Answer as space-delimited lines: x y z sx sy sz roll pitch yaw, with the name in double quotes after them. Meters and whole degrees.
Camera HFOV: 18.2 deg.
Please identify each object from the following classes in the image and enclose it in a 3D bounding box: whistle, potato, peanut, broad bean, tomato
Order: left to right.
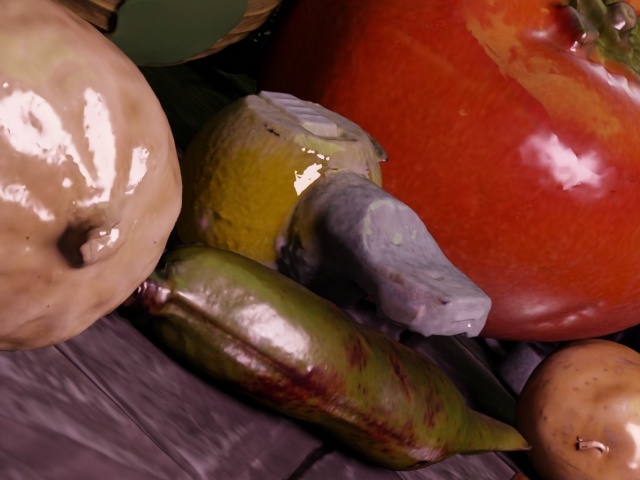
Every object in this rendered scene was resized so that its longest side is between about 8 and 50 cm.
-0.150 -0.049 0.674 0.224 0.129 0.129 34 11 -10 "peanut"
0.000 0.000 1.071 0.223 0.123 0.123 37 4 39 "whistle"
0.009 0.067 0.987 0.077 0.061 0.339 35 2 42 "broad bean"
0.112 -0.076 1.337 0.341 0.273 0.341 28 39 -26 "tomato"
0.188 0.123 1.336 0.118 0.109 0.178 21 3 4 "potato"

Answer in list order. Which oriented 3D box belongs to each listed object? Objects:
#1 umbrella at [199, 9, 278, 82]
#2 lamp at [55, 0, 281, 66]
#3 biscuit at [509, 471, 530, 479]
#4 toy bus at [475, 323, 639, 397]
-0.094 -0.191 1.677 0.118 0.118 0.340 50 6 39 "umbrella"
-0.106 -0.248 1.258 0.250 0.284 0.250 21 44 -22 "lamp"
0.184 0.203 1.193 0.228 0.031 0.176 39 9 -16 "biscuit"
0.334 0.154 1.494 0.249 0.209 0.440 36 9 -42 "toy bus"
